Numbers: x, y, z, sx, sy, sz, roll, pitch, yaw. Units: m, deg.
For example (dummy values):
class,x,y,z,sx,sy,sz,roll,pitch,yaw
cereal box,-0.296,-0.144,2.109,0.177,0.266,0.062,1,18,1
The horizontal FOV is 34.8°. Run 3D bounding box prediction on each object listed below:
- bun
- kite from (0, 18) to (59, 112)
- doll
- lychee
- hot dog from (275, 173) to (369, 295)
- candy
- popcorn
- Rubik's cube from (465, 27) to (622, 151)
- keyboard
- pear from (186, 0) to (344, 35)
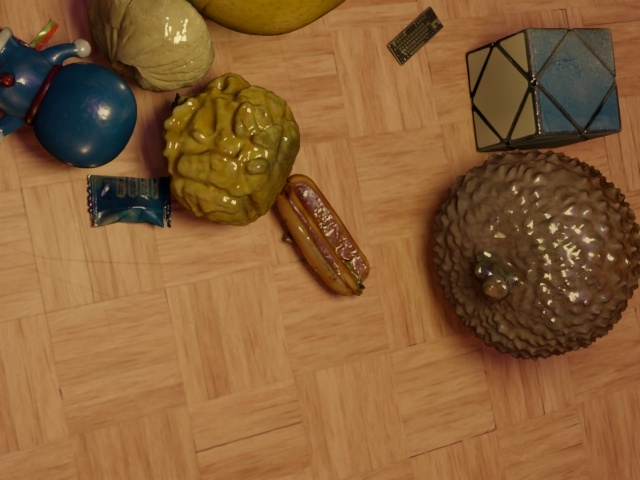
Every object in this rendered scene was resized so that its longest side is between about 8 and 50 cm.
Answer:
class,x,y,z,sx,sy,sz,roll,pitch,yaw
bun,-0.278,-0.317,1.607,0.220,0.220,0.134,45,67,-17
kite,-0.479,-0.284,1.617,0.241,0.014,0.183,38,71,-18
doll,-0.411,-0.213,1.573,0.256,0.161,0.215,32,91,-10
lychee,0.395,0.015,1.832,0.432,0.380,0.380,-25,98,-48
hot dog,0.000,0.000,1.801,0.250,0.076,0.104,55,47,-16
candy,-0.312,-0.064,1.670,0.136,0.038,0.088,0,83,-17
popcorn,-0.152,-0.148,1.668,0.225,0.249,0.249,18,77,6
Rubik's cube,0.424,-0.283,1.950,0.205,0.207,0.205,-5,87,-27
keyboard,0.182,-0.389,1.945,0.129,0.015,0.049,-44,105,-22
pear,-0.088,-0.497,1.602,0.362,0.418,0.363,-1,92,-28
